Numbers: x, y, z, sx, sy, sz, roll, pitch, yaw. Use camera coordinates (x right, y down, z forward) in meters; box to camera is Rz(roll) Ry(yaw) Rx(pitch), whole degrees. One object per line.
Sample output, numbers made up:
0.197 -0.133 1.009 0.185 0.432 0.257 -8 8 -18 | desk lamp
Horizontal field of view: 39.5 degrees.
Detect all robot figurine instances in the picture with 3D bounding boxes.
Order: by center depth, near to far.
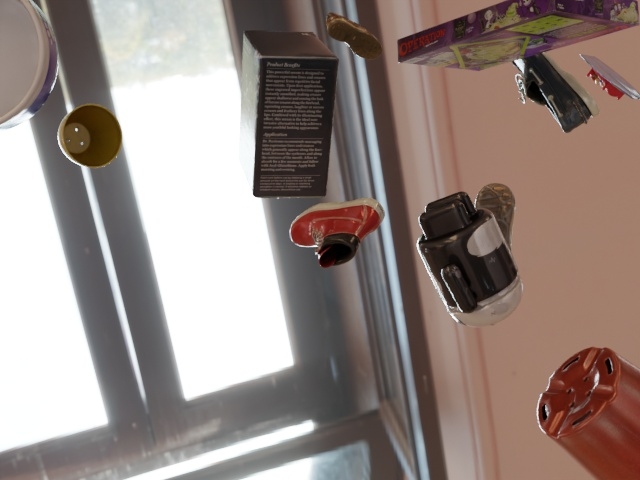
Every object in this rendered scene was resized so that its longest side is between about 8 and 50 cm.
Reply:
0.302 0.044 1.832 0.209 0.278 0.174 -33 -166 -23 | robot figurine

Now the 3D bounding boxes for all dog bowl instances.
-0.570 -0.305 1.456 0.265 0.264 0.104 -11 -175 -2 | dog bowl

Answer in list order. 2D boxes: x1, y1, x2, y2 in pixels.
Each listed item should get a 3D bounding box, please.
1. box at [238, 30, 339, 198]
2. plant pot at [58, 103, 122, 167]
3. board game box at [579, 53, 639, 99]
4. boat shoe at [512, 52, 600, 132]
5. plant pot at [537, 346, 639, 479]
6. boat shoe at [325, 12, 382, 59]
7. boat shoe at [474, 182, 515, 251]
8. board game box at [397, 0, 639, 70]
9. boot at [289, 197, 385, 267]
-0.098 -0.351 2.460 0.212 0.395 0.293 -1 -155 -14 | box
-0.503 -0.221 1.899 0.134 0.134 0.095 -22 -164 -36 | plant pot
0.557 -0.306 1.733 0.133 0.033 0.169 47 -152 17 | board game box
0.401 -0.278 1.606 0.079 0.095 0.254 -37 -131 7 | boat shoe
0.575 0.356 1.696 0.272 0.265 0.272 -48 -165 18 | plant pot
0.083 -0.504 2.181 0.178 0.060 0.064 23 128 -39 | boat shoe
0.461 0.026 2.404 0.132 0.355 0.130 13 -179 16 | boat shoe
0.316 -0.343 1.477 0.208 0.056 0.347 3 175 -36 | board game box
0.000 0.000 1.864 0.244 0.088 0.176 -13 -152 42 | boot
